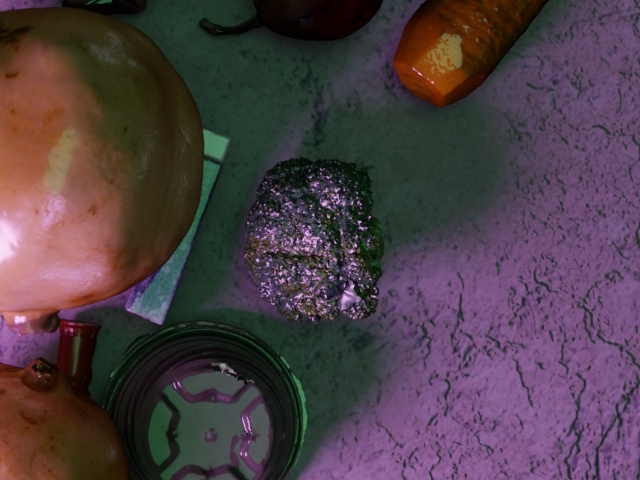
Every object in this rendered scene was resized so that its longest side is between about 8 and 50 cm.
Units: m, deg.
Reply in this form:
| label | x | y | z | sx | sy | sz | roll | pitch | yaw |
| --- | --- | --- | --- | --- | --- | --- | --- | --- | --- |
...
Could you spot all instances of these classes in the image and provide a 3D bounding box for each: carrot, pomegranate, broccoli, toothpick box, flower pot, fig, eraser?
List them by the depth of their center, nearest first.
| label | x | y | z | sx | sy | sz | roll | pitch | yaw |
| --- | --- | --- | --- | --- | --- | --- | --- | --- | --- |
| pomegranate | -0.275 | -0.068 | 1.069 | 0.332 | 0.332 | 0.332 | 1 | 87 | -10 |
| pomegranate | -0.312 | 0.238 | 1.078 | 0.264 | 0.264 | 0.264 | 1 | 87 | -10 |
| flower pot | -0.120 | 0.198 | 1.176 | 0.235 | 0.140 | 0.235 | 1 | 85 | -11 |
| broccoli | 0.000 | 0.000 | 1.200 | 0.156 | 0.195 | 0.195 | 12 | 85 | -29 |
| toothpick box | -0.266 | 0.128 | 1.200 | 0.047 | 0.047 | 0.083 | 9 | 86 | -9 |
| eraser | -0.155 | -0.014 | 1.206 | 0.046 | 0.092 | 0.212 | 20 | 82 | -7 |
| fig | -0.009 | -0.277 | 1.219 | 0.148 | 0.149 | 0.202 | 29 | 97 | -25 |
| carrot | 0.203 | -0.285 | 1.272 | 0.114 | 0.114 | 0.302 | 41 | 79 | -5 |

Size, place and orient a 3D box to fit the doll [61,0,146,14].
| label | x | y | z | sx | sy | sz | roll | pitch | yaw |
| --- | --- | --- | --- | --- | --- | --- | --- | --- | --- |
| doll | -0.296 | -0.371 | 1.163 | 0.340 | 0.209 | 0.318 | 35 | 49 | -8 |
